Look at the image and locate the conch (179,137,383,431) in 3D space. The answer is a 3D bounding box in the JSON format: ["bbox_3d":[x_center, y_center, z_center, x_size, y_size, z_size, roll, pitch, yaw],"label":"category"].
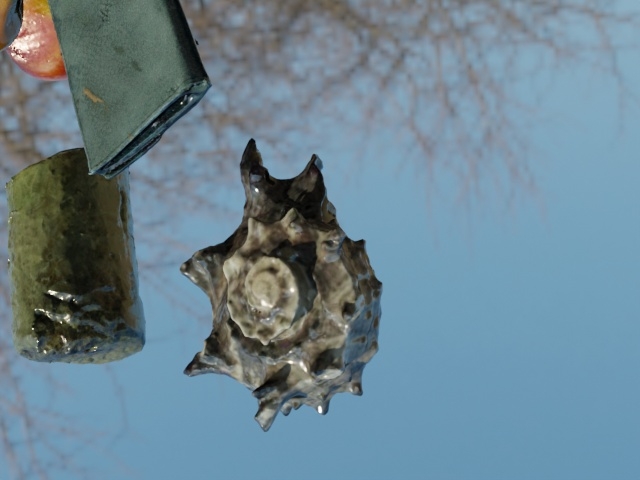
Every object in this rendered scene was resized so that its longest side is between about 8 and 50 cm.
[{"bbox_3d":[-0.031,0.039,1.743,0.186,0.240,0.313,18,-132,-18],"label":"conch"}]

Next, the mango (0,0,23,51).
[{"bbox_3d":[-0.401,-0.291,2.042,0.105,0.159,0.084,31,-128,-4],"label":"mango"}]

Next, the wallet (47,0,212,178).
[{"bbox_3d":[-0.235,-0.264,1.941,0.046,0.191,0.379,16,-137,-44],"label":"wallet"}]

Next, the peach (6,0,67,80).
[{"bbox_3d":[-0.345,-0.327,2.314,0.231,0.231,0.231,-5,-159,2],"label":"peach"}]

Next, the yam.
[{"bbox_3d":[-0.351,0.032,2.417,0.195,0.300,0.195,-6,161,-2],"label":"yam"}]
